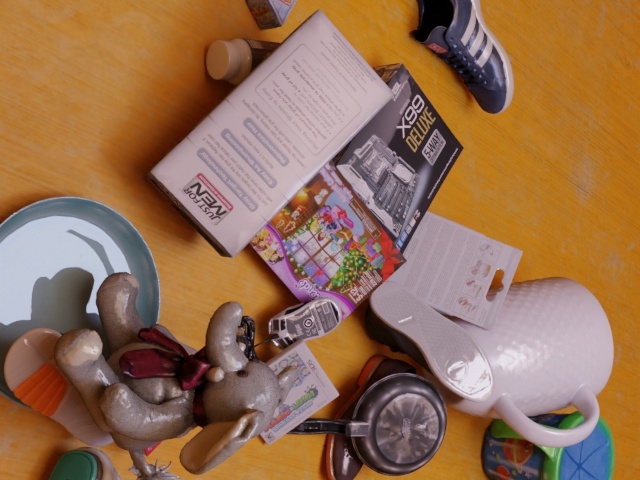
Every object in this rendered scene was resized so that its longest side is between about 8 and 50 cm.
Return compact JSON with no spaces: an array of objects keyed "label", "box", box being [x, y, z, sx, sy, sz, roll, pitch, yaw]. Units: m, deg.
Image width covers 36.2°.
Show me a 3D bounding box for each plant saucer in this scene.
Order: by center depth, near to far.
[{"label":"plant saucer","box":[-0.381,0.093,1.444,0.317,0.043,0.318,-2,93,-44]}]

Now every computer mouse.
[{"label":"computer mouse","box":[-0.055,0.155,1.716,0.192,0.042,0.106,-21,102,-12]}]

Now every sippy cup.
[{"label":"sippy cup","box":[0.489,0.477,2.148,0.240,0.224,0.306,-28,110,-38]}]

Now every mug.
[{"label":"mug","box":[0.405,0.259,1.974,0.327,0.374,0.276,-6,134,-31]}]

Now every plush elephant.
[{"label":"plush elephant","box":[-0.174,0.196,1.353,0.272,0.255,0.330,-66,138,-77]}]

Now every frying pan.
[{"label":"frying pan","box":[0.098,0.320,1.800,0.326,0.053,0.197,26,87,-21]}]

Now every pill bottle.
[{"label":"pill bottle","box":[-0.119,-0.299,1.646,0.137,0.078,0.078,-5,95,-43]}]

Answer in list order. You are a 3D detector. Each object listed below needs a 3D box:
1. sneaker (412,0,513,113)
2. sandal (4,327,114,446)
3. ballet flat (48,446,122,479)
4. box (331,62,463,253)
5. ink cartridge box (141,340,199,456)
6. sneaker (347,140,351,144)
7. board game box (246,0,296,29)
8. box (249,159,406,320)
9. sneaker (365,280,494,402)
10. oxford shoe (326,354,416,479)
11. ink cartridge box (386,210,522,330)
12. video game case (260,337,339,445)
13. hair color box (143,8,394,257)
[{"label":"sneaker","box":[0.272,-0.397,1.986,0.148,0.131,0.350,-37,110,-28]},{"label":"sandal","box":[-0.365,0.203,1.388,0.102,0.076,0.265,-31,135,-6]},{"label":"ballet flat","box":[-0.392,0.498,1.407,0.139,0.139,0.400,40,65,-36]},{"label":"box","box":[0.127,-0.147,1.882,0.242,0.076,0.307,49,61,-32]},{"label":"ink cartridge box","box":[-0.251,0.243,1.533,0.150,0.063,0.109,-45,147,-33]},{"label":"sneaker","box":[0.023,-0.249,1.771,0.073,0.063,0.162,-18,83,-52]},{"label":"board game box","box":[-0.092,-0.473,1.675,0.194,0.060,0.194,25,74,-41]},{"label":"box","box":[0.000,0.000,1.733,0.201,0.057,0.293,-42,122,-4]},{"label":"sneaker","box":[0.203,0.198,1.866,0.295,0.147,0.104,42,74,3]},{"label":"oxford shoe","box":[0.096,0.343,1.860,0.097,0.098,0.271,41,65,-37]},{"label":"ink cartridge box","box":[0.254,0.062,1.928,0.232,0.066,0.189,24,69,3]},{"label":"video game case","box":[-0.063,0.267,1.715,0.157,0.019,0.143,-35,121,-6]},{"label":"hair color box","box":[-0.081,-0.168,1.560,0.374,0.113,0.185,-46,102,-12]}]
